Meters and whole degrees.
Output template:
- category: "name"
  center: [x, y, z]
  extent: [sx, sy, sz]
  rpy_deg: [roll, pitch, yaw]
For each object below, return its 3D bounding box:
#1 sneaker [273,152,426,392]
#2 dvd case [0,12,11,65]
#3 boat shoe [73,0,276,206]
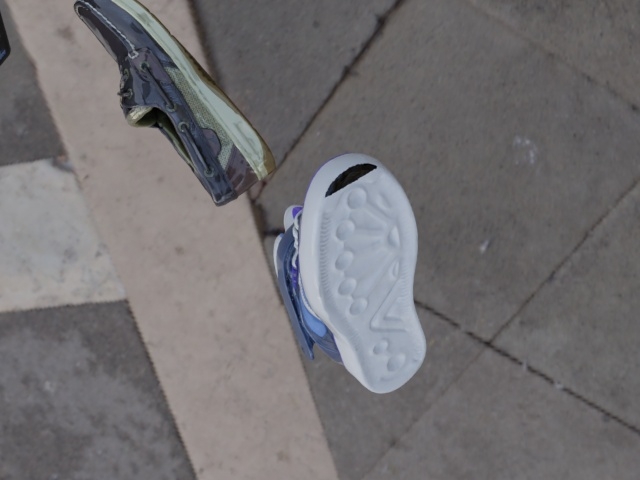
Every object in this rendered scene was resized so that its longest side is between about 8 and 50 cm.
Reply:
- category: "sneaker"
  center: [0.001, 0.000, 1.079]
  extent: [0.130, 0.236, 0.323]
  rpy_deg: [-30, 134, -14]
- category: "dvd case"
  center: [-0.272, -0.155, 0.610]
  extent: [0.022, 0.180, 0.253]
  rpy_deg: [18, 145, 11]
- category: "boat shoe"
  center: [-0.091, -0.084, 0.562]
  extent: [0.049, 0.056, 0.152]
  rpy_deg: [-43, 84, -13]
